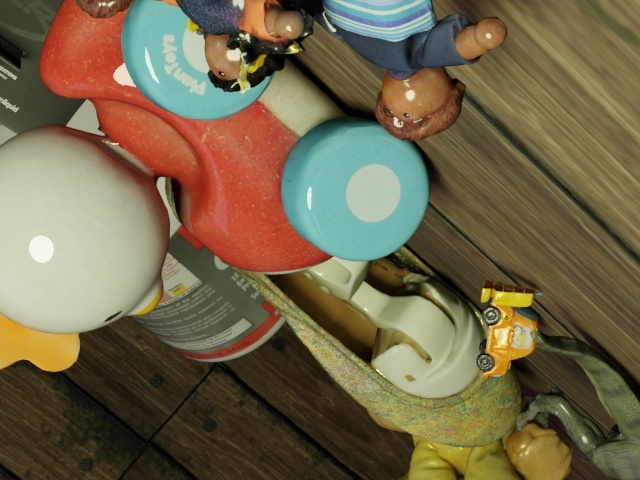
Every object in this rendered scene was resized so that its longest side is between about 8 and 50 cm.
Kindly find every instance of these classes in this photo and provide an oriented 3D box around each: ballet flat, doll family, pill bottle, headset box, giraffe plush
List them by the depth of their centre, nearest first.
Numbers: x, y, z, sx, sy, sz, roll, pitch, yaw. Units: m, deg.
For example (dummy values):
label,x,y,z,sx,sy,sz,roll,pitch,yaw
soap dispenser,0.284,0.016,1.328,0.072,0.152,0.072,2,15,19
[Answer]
label,x,y,z,sx,sy,sz,roll,pitch,yaw
doll family,-0.027,-0.089,0.389,0.193,0.076,0.111,43,159,43
headset box,-0.290,-0.200,0.968,0.218,0.110,0.293,35,-175,-39
ballet flat,0.031,0.038,0.970,0.348,0.123,0.123,41,175,-9
giraffe plush,0.110,0.145,1.128,0.181,0.210,0.170,-18,115,35
pill bottle,-0.184,-0.025,1.428,0.210,0.210,0.363,37,174,39

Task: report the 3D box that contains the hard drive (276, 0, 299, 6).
label,x,y,z,sx,sy,sz,roll,pitch,yaw
hard drive,-0.065,-0.143,0.517,0.135,0.022,0.094,40,175,3

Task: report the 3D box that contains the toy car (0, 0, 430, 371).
label,x,y,z,sx,sy,sz,roll,pitch,yaw
toy car,-0.103,-0.014,0.709,0.210,0.238,0.219,42,175,-22

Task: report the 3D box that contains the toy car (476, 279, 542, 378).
label,x,y,z,sx,sy,sz,roll,pitch,yaw
toy car,0.116,0.057,0.781,0.040,0.060,0.122,7,177,8

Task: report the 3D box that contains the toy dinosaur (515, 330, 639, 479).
label,x,y,z,sx,sy,sz,roll,pitch,yaw
toy dinosaur,0.194,0.128,0.803,0.268,0.064,0.118,44,168,-20
